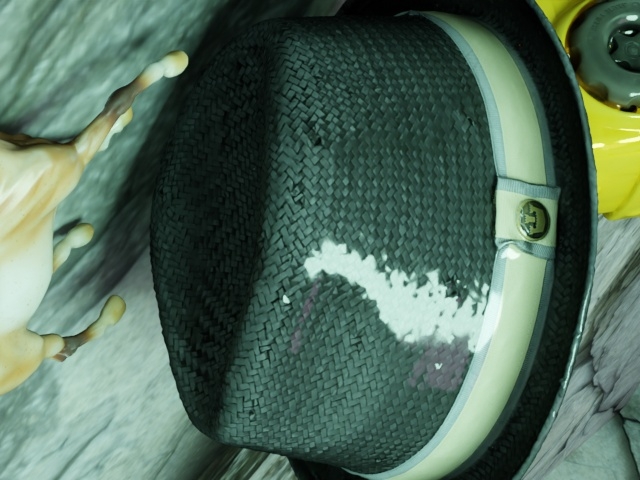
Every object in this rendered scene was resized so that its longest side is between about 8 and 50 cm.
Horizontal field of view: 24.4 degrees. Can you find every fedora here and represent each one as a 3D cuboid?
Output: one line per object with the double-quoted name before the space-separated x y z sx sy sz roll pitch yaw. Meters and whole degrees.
"fedora" 0.000 0.000 0.810 0.152 0.334 0.334 7 126 -33

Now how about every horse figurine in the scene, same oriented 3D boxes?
"horse figurine" -0.154 0.005 0.748 0.174 0.066 0.263 -36 154 -50

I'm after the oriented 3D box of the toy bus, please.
"toy bus" 0.110 -0.114 0.960 0.211 0.220 0.149 -11 158 -8
